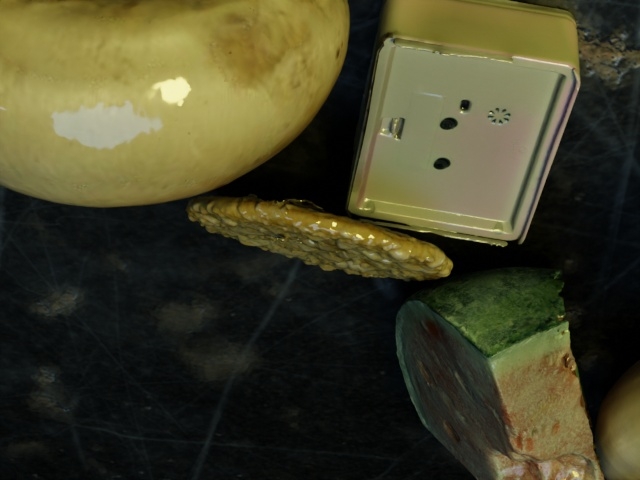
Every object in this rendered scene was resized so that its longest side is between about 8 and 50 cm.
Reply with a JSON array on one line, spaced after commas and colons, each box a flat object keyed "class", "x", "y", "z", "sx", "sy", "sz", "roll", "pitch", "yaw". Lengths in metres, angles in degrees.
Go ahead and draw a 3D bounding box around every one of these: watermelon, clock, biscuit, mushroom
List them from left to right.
[{"class": "mushroom", "x": -0.121, "y": -0.177, "z": 0.886, "sx": 0.292, "sy": 0.292, "sz": 0.290, "roll": 5, "pitch": 118, "yaw": 3}, {"class": "biscuit", "x": 0.000, "y": -0.001, "z": 1.171, "sx": 0.220, "sy": 0.033, "sz": 0.220, "roll": 13, "pitch": 173, "yaw": 2}, {"class": "clock", "x": 0.103, "y": -0.089, "z": 1.090, "sx": 0.147, "sy": 0.071, "sz": 0.192, "roll": 9, "pitch": 140, "yaw": -1}, {"class": "watermelon", "x": 0.179, "y": 0.124, "z": 1.230, "sx": 0.148, "sy": 0.226, "sz": 0.318, "roll": -26, "pitch": 165, "yaw": -10}]

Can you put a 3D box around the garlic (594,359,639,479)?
[{"class": "garlic", "x": 0.380, "y": 0.205, "z": 1.266, "sx": 0.246, "sy": 0.231, "sz": 0.340, "roll": 23, "pitch": 138, "yaw": -35}]
